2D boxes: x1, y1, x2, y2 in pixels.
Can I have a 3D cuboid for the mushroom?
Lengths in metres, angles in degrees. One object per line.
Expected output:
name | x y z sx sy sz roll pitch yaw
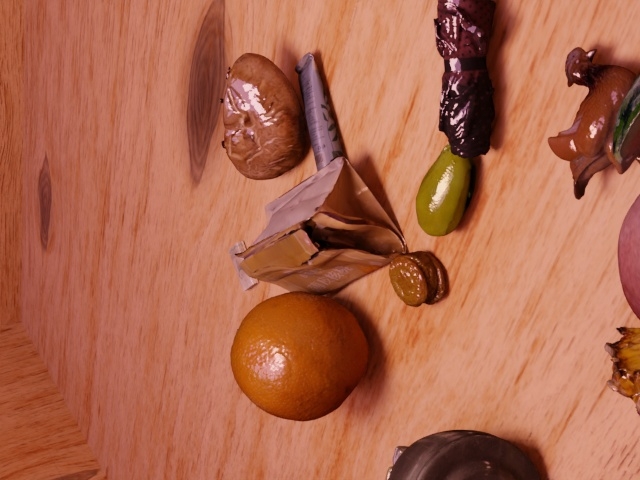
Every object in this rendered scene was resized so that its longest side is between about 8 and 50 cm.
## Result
mushroom | -0.093 -0.221 1.777 0.151 0.156 0.286 22 138 27

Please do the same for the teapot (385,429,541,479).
teapot | 0.247 0.441 1.503 0.240 0.321 0.239 -64 16 -9

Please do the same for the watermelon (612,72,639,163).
watermelon | 0.394 -0.163 1.064 0.155 0.101 0.080 -42 86 15

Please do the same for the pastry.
pastry | 0.166 0.066 1.565 0.109 0.057 0.097 46 138 39

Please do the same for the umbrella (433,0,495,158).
umbrella | 0.212 -0.284 1.334 0.090 0.094 0.326 4 108 27

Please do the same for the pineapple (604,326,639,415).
pineapple | 0.460 0.199 1.088 0.334 0.158 0.161 -1 101 55

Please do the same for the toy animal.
toy animal | 0.355 -0.149 1.187 0.179 0.089 0.188 58 143 33

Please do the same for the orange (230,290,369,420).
orange | -0.044 0.219 1.744 0.264 0.264 0.264 26 123 49

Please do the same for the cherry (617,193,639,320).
cherry | 0.429 0.018 1.014 0.239 0.206 0.239 -16 70 53

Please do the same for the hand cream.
hand cream | -0.003 -0.222 1.710 0.088 0.055 0.256 148 107 -70

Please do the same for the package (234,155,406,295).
package | -0.024 0.014 1.688 0.221 0.165 0.311 55 146 -6

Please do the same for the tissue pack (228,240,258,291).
tissue pack | -0.179 0.060 2.100 0.056 0.023 0.108 -39 70 54

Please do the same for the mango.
mango | 0.196 -0.081 1.449 0.091 0.074 0.165 42 134 42
